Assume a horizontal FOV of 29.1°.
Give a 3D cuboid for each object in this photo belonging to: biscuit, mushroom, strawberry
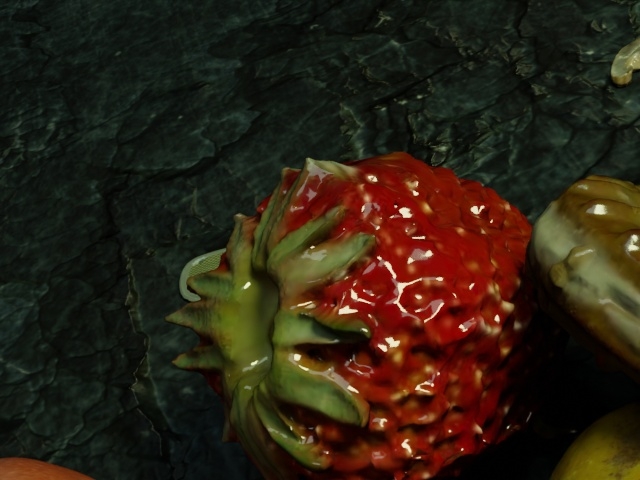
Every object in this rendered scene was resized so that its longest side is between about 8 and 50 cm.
[{"bbox_3d":[0.296,0.065,0.857,0.103,0.332,0.332,-63,37,16],"label":"biscuit"},{"bbox_3d":[0.355,-0.204,1.361,0.101,0.019,0.049,-42,42,-22],"label":"mushroom"},{"bbox_3d":[0.080,0.077,0.977,0.343,0.292,0.292,7,25,-32],"label":"strawberry"}]

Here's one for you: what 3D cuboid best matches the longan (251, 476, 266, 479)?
[{"bbox_3d":[-0.032,0.232,0.980,0.113,0.092,0.113,-22,25,11],"label":"longan"}]

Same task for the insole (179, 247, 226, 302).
[{"bbox_3d":[0.000,0.000,1.309,0.322,0.007,0.109,-17,38,7],"label":"insole"}]

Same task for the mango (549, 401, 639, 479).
[{"bbox_3d":[0.206,0.245,0.757,0.175,0.176,0.329,-37,17,35],"label":"mango"}]

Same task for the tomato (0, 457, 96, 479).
[{"bbox_3d":[-0.255,0.305,0.859,0.341,0.273,0.341,-14,39,12],"label":"tomato"}]
